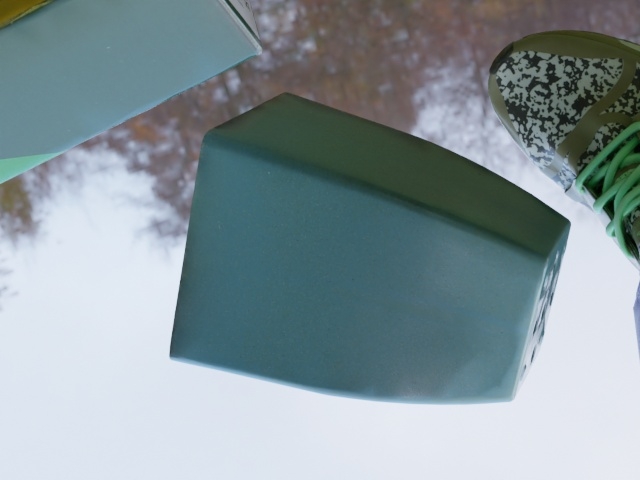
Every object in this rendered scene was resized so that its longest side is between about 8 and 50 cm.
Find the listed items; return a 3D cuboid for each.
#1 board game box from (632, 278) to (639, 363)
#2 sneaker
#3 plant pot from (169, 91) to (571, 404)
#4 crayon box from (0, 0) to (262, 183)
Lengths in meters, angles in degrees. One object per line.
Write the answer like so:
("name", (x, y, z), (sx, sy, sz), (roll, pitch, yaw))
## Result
("board game box", (0.528, 0.092, 1.653), (0.291, 0.141, 0.232), (11, -157, 4))
("sneaker", (0.290, -0.030, 1.170), (0.410, 0.158, 0.182), (44, -155, 17))
("plant pot", (0.044, 0.014, 0.985), (0.234, 0.165, 0.165), (15, -160, 14))
("crayon box", (-0.224, -0.193, 0.844), (0.313, 0.106, 0.363), (-25, -128, 13))
